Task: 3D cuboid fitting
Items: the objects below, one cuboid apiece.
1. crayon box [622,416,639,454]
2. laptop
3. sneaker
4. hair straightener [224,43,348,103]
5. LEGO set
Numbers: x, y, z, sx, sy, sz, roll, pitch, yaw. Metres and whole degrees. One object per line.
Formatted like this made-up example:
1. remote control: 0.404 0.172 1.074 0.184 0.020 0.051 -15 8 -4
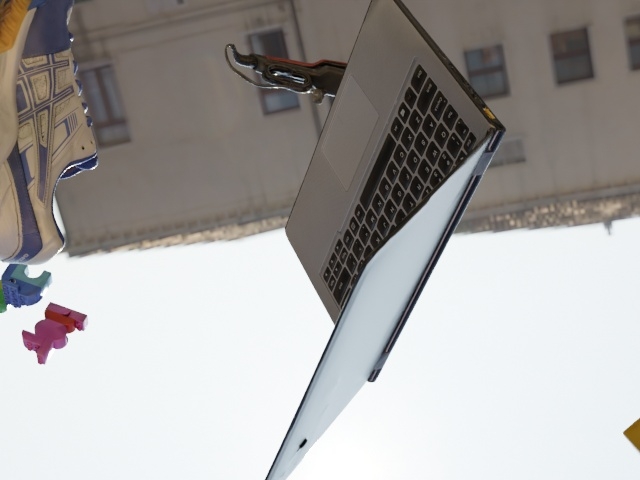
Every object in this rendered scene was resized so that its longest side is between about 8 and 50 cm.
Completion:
1. crayon box: 0.593 0.299 1.604 0.203 0.323 0.083 -40 -138 3
2. laptop: 0.000 0.000 1.094 0.236 0.382 0.408 -4 -134 -30
3. sneaker: -0.262 -0.117 0.965 0.131 0.296 0.112 23 159 -30
4. hair straightener: -0.015 -0.218 1.395 0.230 0.047 0.089 13 -153 -17
5. LEGO set: -0.380 0.065 1.153 0.227 0.087 0.093 19 -129 7
